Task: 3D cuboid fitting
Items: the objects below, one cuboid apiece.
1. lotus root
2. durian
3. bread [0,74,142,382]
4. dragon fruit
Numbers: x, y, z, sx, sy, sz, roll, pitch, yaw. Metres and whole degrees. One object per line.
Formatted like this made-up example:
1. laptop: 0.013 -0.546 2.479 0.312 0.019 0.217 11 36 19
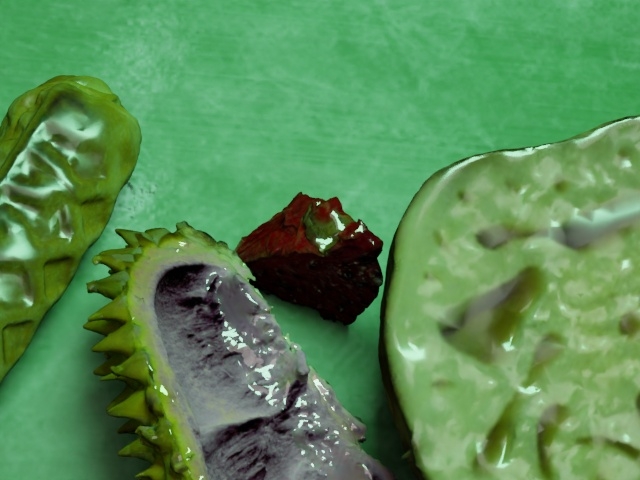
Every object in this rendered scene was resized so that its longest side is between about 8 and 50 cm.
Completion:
1. lotus root: 0.179 0.087 0.975 0.316 0.250 0.316 0 81 -2
2. durian: -0.062 0.144 0.959 0.191 0.112 0.341 -21 74 -53
3. bread: -0.210 0.003 1.022 0.087 0.098 0.269 45 63 -36
4. dragon fruit: 0.001 -0.003 1.033 0.097 0.131 0.063 26 64 -6
